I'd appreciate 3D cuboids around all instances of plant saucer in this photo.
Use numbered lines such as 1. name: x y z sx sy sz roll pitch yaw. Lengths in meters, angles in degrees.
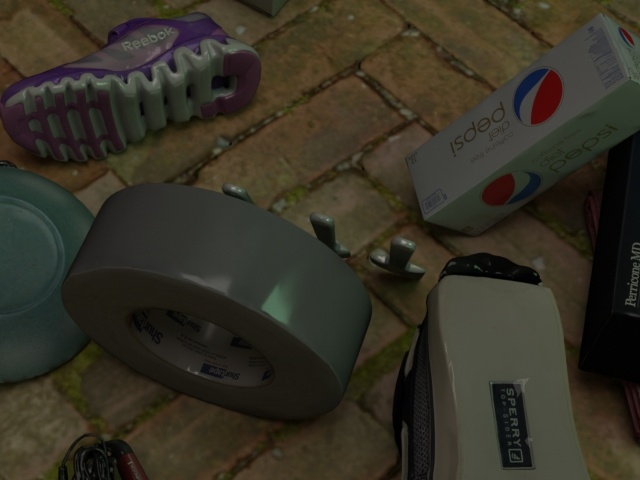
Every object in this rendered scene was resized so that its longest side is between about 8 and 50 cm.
1. plant saucer: -0.263 0.018 0.893 0.195 0.037 0.195 8 65 -16

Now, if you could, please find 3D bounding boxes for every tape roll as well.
1. tape roll: -0.076 0.051 0.808 0.219 0.219 0.072 17 62 7

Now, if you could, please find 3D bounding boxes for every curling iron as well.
1. curling iron: -0.109 0.259 0.796 0.068 0.035 0.274 -38 72 1

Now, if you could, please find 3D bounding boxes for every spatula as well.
1. spatula: 0.000 0.000 0.839 0.168 0.242 0.019 19 85 5

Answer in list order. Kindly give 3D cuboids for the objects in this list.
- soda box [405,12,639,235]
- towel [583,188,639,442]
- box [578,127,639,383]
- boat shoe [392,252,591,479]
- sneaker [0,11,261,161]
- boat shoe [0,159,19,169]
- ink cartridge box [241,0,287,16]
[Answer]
1. soda box: 0.176 -0.088 0.908 0.074 0.216 0.069 16 50 -42
2. towel: 0.404 0.057 0.936 0.329 0.037 0.237 0 58 -5
3. box: 0.324 -0.005 0.890 0.184 0.103 0.261 12 57 7
4. boat shoe: 0.115 0.192 0.772 0.127 0.158 0.340 8 60 -6
5. sneaker: -0.178 -0.150 1.001 0.236 0.095 0.104 -18 56 -18
6. boat shoe: -0.293 -0.022 0.945 0.046 0.038 0.125 17 61 6
7. ink cartridge box: -0.024 -0.351 1.081 0.093 0.154 0.212 32 63 14
